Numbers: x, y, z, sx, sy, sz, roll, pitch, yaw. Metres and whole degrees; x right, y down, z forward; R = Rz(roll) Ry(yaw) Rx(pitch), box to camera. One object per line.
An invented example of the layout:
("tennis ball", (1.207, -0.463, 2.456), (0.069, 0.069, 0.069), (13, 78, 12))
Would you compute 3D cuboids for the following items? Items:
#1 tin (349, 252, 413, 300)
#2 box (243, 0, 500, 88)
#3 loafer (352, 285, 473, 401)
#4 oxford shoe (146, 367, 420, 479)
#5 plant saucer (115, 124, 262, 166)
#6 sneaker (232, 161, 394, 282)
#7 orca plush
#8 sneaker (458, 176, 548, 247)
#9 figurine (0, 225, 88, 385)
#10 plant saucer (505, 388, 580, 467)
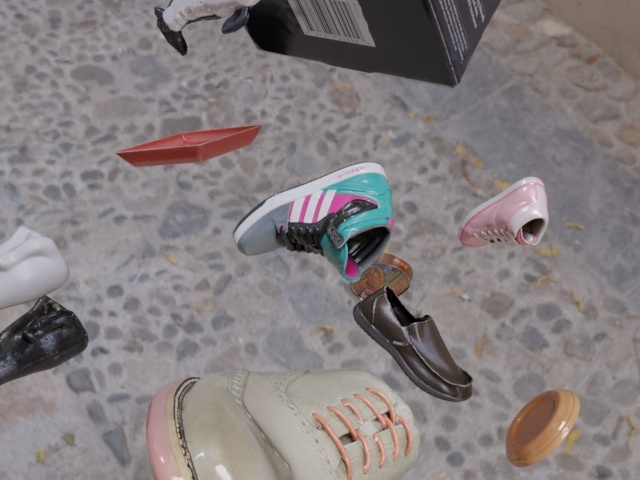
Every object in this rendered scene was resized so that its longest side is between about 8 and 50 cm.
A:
("tin", (0.137, 0.089, 1.768), (0.106, 0.189, 0.040), (34, 57, -6))
("box", (0.117, -0.594, 1.497), (0.480, 0.297, 0.472), (18, 69, 31))
("loafer", (0.146, 0.152, 1.182), (0.220, 0.078, 0.080), (40, 24, 12))
("oxford shoe", (-0.009, 0.140, 0.571), (0.146, 0.397, 0.140), (-23, 82, 5))
("plant saucer", (-0.307, -0.223, 1.887), (0.259, 0.047, 0.258), (-2, 16, 31))
("sneaker", (0.000, 0.000, 1.356), (0.295, 0.124, 0.178), (-25, 55, 9))
("orca plush", (-0.126, -0.363, 1.182), (0.102, 0.287, 0.151), (-6, 69, -44))
("sneaker", (0.222, -0.014, 0.959), (0.051, 0.134, 0.070), (20, 47, -31))
("figurine", (-0.395, 0.111, 0.937), (0.092, 0.215, 0.209), (32, 52, 25))
("plant saucer", (0.458, 0.387, 1.665), (0.037, 0.200, 0.200), (42, 60, -4))
